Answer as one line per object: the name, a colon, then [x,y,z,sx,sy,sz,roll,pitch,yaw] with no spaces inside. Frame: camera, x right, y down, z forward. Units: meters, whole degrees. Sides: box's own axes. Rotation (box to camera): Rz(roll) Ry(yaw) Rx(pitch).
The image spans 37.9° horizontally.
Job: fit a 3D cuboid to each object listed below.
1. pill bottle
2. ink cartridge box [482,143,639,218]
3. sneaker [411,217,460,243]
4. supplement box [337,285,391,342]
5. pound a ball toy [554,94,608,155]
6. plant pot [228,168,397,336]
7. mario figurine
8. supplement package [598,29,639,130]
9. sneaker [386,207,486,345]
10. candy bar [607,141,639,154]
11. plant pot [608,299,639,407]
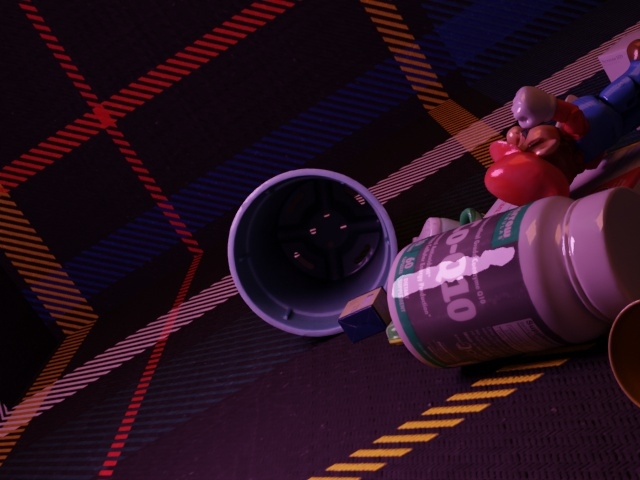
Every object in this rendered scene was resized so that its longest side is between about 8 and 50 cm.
pill bottle: [0.287,0.055,1.312,0.361,0.204,0.204,-21,17,44]
ink cartridge box: [0.405,-0.023,1.492,0.306,0.131,0.226,-18,19,45]
sneaker: [0.256,0.032,1.806,0.151,0.094,0.256,7,-18,-5]
supplement box: [0.090,0.142,1.803,0.083,0.056,0.083,-26,15,29]
pound a ball toy: [0.477,-0.155,1.719,0.208,0.136,0.319,-55,2,40]
plant pot: [0.000,0.000,2.015,0.341,0.341,0.334,-31,5,10]
mario figurine: [0.374,-0.181,1.422,0.320,0.198,0.170,-36,16,-6]
supplement package: [0.665,-0.329,1.883,0.105,0.179,0.105,-38,13,-22]
sneaker: [0.202,0.063,1.630,0.295,0.123,0.109,-48,7,-18]
candy bar: [0.593,-0.170,1.833,0.161,0.018,0.040,-23,13,41]
plant pot: [0.400,0.119,1.020,0.095,0.134,0.134,-12,-3,-37]
